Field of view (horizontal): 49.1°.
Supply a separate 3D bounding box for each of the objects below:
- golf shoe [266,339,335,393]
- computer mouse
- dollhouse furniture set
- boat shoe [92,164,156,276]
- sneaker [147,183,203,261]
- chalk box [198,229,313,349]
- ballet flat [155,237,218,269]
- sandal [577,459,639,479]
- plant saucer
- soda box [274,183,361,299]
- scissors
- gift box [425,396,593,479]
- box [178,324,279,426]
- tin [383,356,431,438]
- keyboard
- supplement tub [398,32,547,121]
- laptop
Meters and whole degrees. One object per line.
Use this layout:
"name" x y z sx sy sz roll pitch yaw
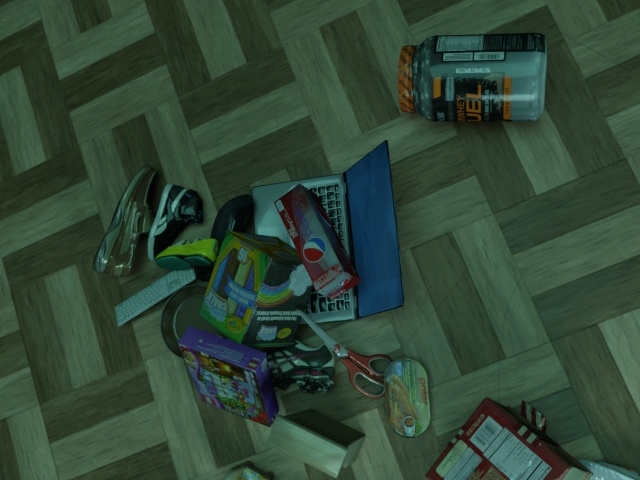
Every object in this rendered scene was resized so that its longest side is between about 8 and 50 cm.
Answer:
"golf shoe" -0.094 0.313 1.754 0.272 0.105 0.120 1 59 14
"computer mouse" -0.241 -0.002 1.805 0.184 0.060 0.262 26 87 54
"dollhouse furniture set" -0.059 0.608 1.598 0.362 0.256 0.394 22 86 17
"boat shoe" -0.510 -0.049 1.914 0.116 0.123 0.324 24 76 -16
"sneaker" -0.384 -0.037 1.886 0.121 0.079 0.217 15 91 7
"chalk box" -0.159 0.146 1.693 0.179 0.180 0.289 31 104 40
"ballet flat" -0.342 0.031 1.823 0.231 0.077 0.077 -7 57 45
"sandal" 0.677 0.548 1.511 0.265 0.076 0.102 14 99 30
"plant saucer" -0.326 0.217 1.848 0.198 0.036 0.199 -3 80 15
"soda box" -0.009 0.001 1.622 0.083 0.092 0.263 -34 61 16
"scissors" 0.047 0.277 1.679 0.297 0.021 0.109 30 83 -14
"gift box" 0.403 0.485 1.508 0.255 0.258 0.276 -48 53 4
"box" -0.213 0.331 1.674 0.200 0.293 0.057 17 54 17
"tin" 0.208 0.375 1.674 0.106 0.040 0.190 -4 82 7
"keyboard" -0.447 0.142 1.887 0.256 0.014 0.072 -32 42 8
"supplement tub" 0.365 -0.390 1.687 0.338 0.207 0.207 3 81 16
"laptop" 0.000 0.000 1.698 0.407 0.236 0.382 -7 78 13
